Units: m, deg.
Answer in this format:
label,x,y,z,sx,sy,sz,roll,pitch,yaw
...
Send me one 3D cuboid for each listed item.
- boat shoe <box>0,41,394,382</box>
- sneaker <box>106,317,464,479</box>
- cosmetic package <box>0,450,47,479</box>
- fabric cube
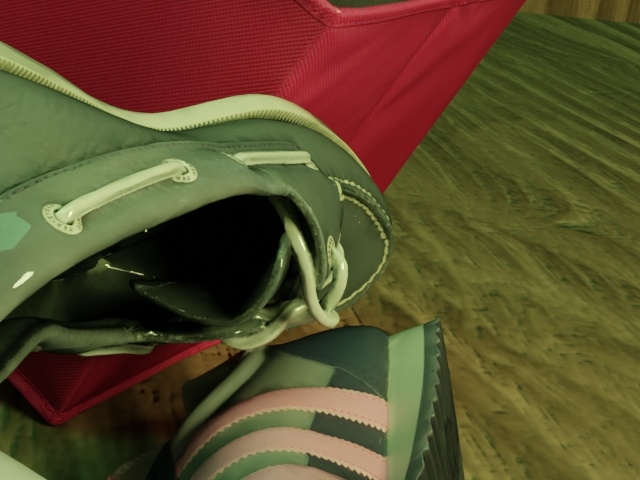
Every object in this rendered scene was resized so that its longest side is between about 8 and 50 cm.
label,x,y,z,sx,sy,sz,roll,pitch,yaw
boat shoe,-0.047,0.010,0.446,0.099,0.116,0.319,44,15,25
sneaker,-0.024,0.118,0.433,0.131,0.112,0.319,-6,12,12
cosmetic package,-0.198,0.114,0.289,0.225,0.138,0.224,22,23,34
fabric cube,-0.085,-0.108,0.675,0.254,0.258,0.259,43,30,13
